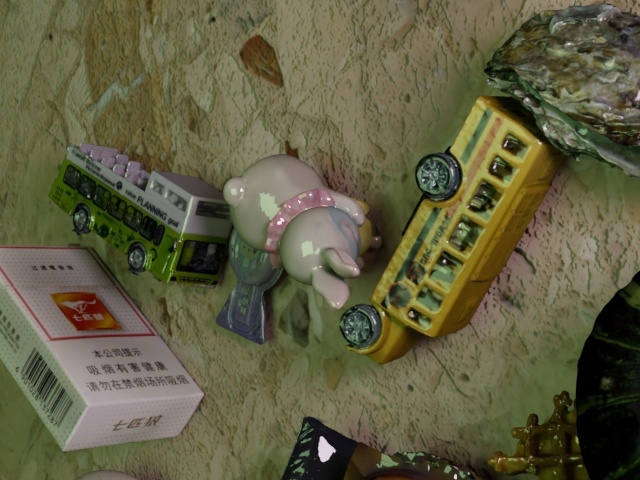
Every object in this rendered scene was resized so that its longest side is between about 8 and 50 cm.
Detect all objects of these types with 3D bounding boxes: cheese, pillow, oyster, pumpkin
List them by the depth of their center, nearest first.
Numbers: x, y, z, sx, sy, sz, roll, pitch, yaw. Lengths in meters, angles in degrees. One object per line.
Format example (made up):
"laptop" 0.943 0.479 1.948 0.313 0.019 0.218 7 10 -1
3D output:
"pumpkin" 0.389 0.154 1.170 0.323 0.241 0.323 -9 71 27
"oyster" 0.299 -0.157 1.349 0.351 0.162 0.158 25 134 48
"pillow" -0.002 0.332 1.570 0.208 0.141 0.055 -63 8 -3
"cheese" -0.087 0.036 1.726 0.105 0.042 0.191 19 103 41

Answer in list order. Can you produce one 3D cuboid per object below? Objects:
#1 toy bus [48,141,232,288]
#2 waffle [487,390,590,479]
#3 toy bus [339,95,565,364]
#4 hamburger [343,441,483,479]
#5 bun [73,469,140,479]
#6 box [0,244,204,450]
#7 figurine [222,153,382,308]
"toy bus" -0.252 -0.046 1.831 0.302 0.113 0.139 30 104 38
"waffle" 0.290 0.259 1.319 0.231 0.051 0.228 -41 62 -10
"toy bus" 0.150 0.000 1.476 0.123 0.121 0.335 35 112 22
"hamburger" 0.105 0.353 1.475 0.262 0.139 0.243 22 95 27
"bun" -0.291 0.400 1.839 0.173 0.120 0.173 6 108 18
"box" -0.342 0.141 1.831 0.330 0.210 0.095 46 117 32
"figurine" 0.000 0.000 1.571 0.127 0.155 0.235 -54 52 10
